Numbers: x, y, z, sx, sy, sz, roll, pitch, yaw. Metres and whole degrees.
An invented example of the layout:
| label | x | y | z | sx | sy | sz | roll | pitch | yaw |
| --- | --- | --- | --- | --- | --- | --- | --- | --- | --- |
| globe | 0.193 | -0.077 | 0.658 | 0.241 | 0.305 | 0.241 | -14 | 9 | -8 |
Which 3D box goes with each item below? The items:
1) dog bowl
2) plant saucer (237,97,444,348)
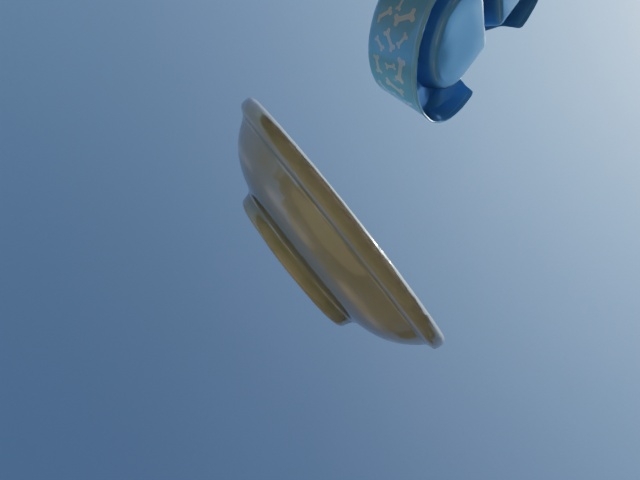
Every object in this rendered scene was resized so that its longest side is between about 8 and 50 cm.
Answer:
| label | x | y | z | sx | sy | sz | roll | pitch | yaw |
| --- | --- | --- | --- | --- | --- | --- | --- | --- | --- |
| dog bowl | 0.156 | -0.266 | 0.612 | 0.074 | 0.166 | 0.297 | 28 | -108 | 31 |
| plant saucer | 0.000 | 0.000 | 0.748 | 0.100 | 0.400 | 0.400 | -38 | -100 | 1 |
